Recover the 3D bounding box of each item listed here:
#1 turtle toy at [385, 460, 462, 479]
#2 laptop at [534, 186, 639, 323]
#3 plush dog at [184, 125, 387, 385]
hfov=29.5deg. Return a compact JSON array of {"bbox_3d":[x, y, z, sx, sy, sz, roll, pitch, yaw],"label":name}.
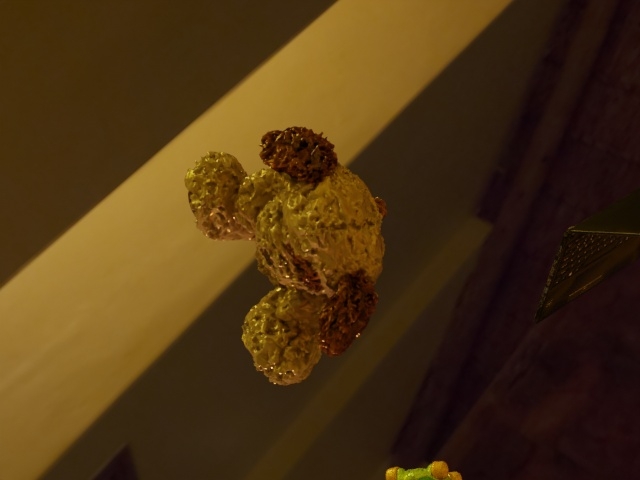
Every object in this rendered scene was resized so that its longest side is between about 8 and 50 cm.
[{"bbox_3d":[0.155,0.366,1.744,0.095,0.066,0.130,-14,-34,26],"label":"turtle toy"},{"bbox_3d":[0.425,0.007,1.560,0.136,0.234,0.264,42,-38,30],"label":"laptop"},{"bbox_3d":[0.000,0.000,1.238,0.225,0.210,0.262,157,-88,-77],"label":"plush dog"}]
